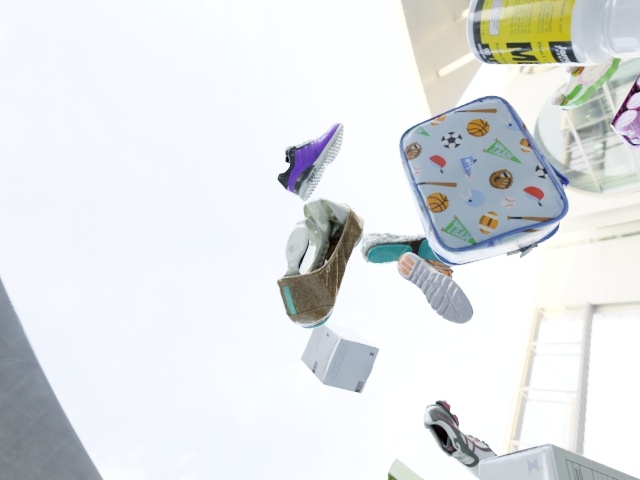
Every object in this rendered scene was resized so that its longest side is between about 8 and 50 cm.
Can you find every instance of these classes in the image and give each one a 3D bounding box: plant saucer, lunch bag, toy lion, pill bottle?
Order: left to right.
[{"bbox_3d":[0.235,0.746,1.129,0.045,0.188,0.188,8,-98,-20],"label":"plant saucer"},{"bbox_3d":[0.290,-0.106,0.733,0.115,0.243,0.303,51,-158,-62],"label":"lunch bag"},{"bbox_3d":[0.295,-0.273,0.482,0.119,0.208,0.119,-13,-63,-28],"label":"pill bottle"},{"bbox_3d":[0.464,-0.280,0.696,0.034,0.096,0.100,21,-84,-14],"label":"toy lion"}]

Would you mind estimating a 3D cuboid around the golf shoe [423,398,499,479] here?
[{"bbox_3d":[0.392,0.588,1.131,0.273,0.105,0.120,45,-154,19],"label":"golf shoe"}]

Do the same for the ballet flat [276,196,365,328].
[{"bbox_3d":[0.000,0.000,0.730,0.124,0.116,0.342,60,-147,-26],"label":"ballet flat"}]

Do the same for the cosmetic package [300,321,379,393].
[{"bbox_3d":[0.058,0.361,1.270,0.151,0.183,0.151,22,-92,-25],"label":"cosmetic package"}]

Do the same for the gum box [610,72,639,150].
[{"bbox_3d":[0.819,-0.326,1.006,0.107,0.062,0.188,35,-96,-19],"label":"gum box"}]

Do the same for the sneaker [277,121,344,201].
[{"bbox_3d":[-0.037,-0.276,1.268,0.146,0.102,0.293,27,-108,12],"label":"sneaker"}]

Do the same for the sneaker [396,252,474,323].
[{"bbox_3d":[0.417,0.148,1.349,0.180,0.125,0.321,8,-148,-40],"label":"sneaker"}]

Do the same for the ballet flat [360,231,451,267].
[{"bbox_3d":[0.341,0.018,1.530,0.408,0.147,0.147,5,-106,-14],"label":"ballet flat"}]

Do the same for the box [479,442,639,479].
[{"bbox_3d":[0.329,0.366,0.482,0.232,0.127,0.149,24,-133,-10],"label":"box"}]
